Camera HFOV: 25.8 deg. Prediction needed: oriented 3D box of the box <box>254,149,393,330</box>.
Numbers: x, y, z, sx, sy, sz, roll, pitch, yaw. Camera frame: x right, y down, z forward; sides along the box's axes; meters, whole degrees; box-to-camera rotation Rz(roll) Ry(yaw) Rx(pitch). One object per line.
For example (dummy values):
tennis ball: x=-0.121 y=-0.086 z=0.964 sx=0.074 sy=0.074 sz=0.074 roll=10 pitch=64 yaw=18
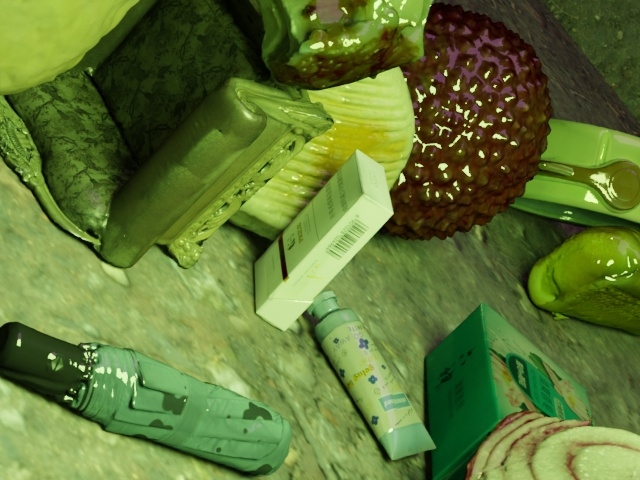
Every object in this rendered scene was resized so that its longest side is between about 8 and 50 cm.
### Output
box: x=0.000 y=0.000 z=1.248 sx=0.040 sy=0.154 sz=0.084 roll=31 pitch=25 yaw=-24

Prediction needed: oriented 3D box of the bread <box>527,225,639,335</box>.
bread: x=0.420 y=0.049 z=1.911 sx=0.383 sy=0.166 sz=0.112 roll=13 pitch=59 yaw=-53

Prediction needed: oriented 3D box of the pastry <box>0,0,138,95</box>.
pastry: x=-0.286 y=-0.286 z=1.007 sx=0.388 sy=0.312 sz=0.389 roll=6 pitch=72 yaw=-18

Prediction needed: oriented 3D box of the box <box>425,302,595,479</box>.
box: x=0.186 y=0.182 z=1.335 sx=0.153 sy=0.092 sz=0.245 roll=40 pitch=18 yaw=-14

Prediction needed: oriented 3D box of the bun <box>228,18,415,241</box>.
bun: x=-0.035 y=-0.105 z=1.337 sx=0.243 sy=0.244 sz=0.153 roll=29 pitch=-2 yaw=-37

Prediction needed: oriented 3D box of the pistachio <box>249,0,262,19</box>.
pistachio: x=-0.135 y=-0.349 z=1.458 sx=0.365 sy=0.282 sz=0.445 roll=21 pitch=23 yaw=2

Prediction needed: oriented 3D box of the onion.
onion: x=0.210 y=0.275 z=1.104 sx=0.206 sy=0.216 sz=0.207 roll=-39 pitch=126 yaw=-36

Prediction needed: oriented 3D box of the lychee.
lychee: x=0.121 y=-0.134 z=1.577 sx=0.275 sy=0.275 sz=0.304 roll=43 pitch=47 yaw=-6

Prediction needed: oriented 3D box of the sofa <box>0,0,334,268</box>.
sofa: x=-0.147 y=-0.129 z=1.156 sx=0.182 sy=0.200 sz=0.258 roll=18 pitch=35 yaw=-53

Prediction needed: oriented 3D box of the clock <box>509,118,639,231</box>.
clock: x=0.375 y=-0.088 z=1.959 sx=0.348 sy=0.117 sz=0.286 roll=16 pitch=-3 yaw=-40

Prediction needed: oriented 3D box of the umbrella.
umbrella: x=-0.118 y=0.110 z=0.976 sx=0.250 sy=0.053 sz=0.052 roll=29 pitch=28 yaw=-37

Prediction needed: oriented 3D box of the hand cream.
hand cream: x=0.041 y=0.122 z=1.263 sx=0.065 sy=0.043 sz=0.171 roll=-6 pitch=58 yaw=-48

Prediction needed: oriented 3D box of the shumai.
shumai: x=-0.038 y=-0.238 z=1.123 sx=0.260 sy=0.222 sz=0.225 roll=17 pitch=-7 yaw=36
